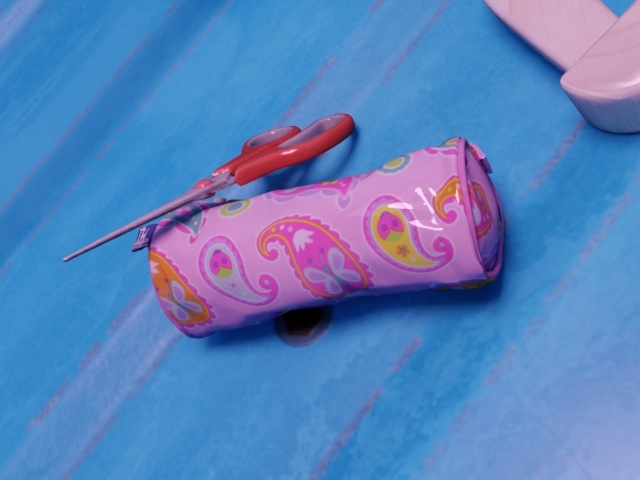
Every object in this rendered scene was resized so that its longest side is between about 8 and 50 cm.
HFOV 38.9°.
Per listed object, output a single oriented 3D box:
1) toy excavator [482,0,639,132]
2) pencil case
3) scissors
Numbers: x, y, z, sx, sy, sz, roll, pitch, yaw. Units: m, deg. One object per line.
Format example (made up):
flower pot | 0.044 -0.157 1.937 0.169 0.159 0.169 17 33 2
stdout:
toy excavator | 0.176 -0.342 0.796 0.433 0.222 0.445 20 88 33
pencil case | 0.000 0.000 0.722 0.284 0.124 0.124 -11 59 24
scissors | -0.075 -0.051 0.741 0.109 0.021 0.297 -2 21 33
